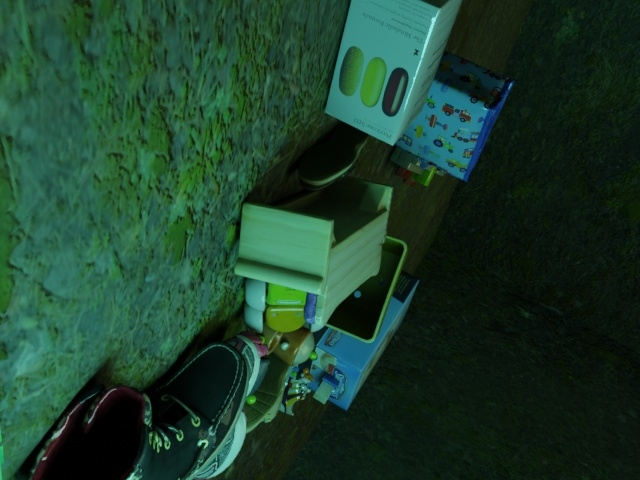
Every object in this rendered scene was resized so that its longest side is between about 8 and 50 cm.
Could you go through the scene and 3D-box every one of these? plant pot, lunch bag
[{"bbox_3d":[0.070,0.075,1.415,0.212,0.212,0.187,-71,163,3],"label":"plant pot"},{"bbox_3d":[0.278,-0.269,1.541,0.138,0.220,0.293,-51,163,-36],"label":"lunch bag"}]

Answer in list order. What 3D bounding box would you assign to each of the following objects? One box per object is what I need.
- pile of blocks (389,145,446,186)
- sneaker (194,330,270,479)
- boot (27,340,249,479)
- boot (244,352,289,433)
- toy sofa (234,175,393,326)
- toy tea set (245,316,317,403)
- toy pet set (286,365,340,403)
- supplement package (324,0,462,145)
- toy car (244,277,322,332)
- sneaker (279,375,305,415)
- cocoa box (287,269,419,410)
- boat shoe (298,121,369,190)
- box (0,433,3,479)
[{"bbox_3d":[0.286,-0.196,1.879,0.113,0.148,0.362,-64,167,12],"label":"pile of blocks"},{"bbox_3d":[-0.197,0.305,1.215,0.112,0.120,0.299,-11,122,-61],"label":"sneaker"},{"bbox_3d":[-0.239,0.268,0.941,0.377,0.138,0.284,-49,163,-24],"label":"boot"},{"bbox_3d":[-0.149,0.385,1.574,0.262,0.095,0.204,-61,171,-46],"label":"boot"},{"bbox_3d":[0.000,0.000,1.150,0.362,0.150,0.177,-33,133,-64],"label":"toy sofa"},{"bbox_3d":[-0.096,0.251,1.433,0.336,0.124,0.200,-48,162,-44],"label":"toy tea set"},{"bbox_3d":[-0.013,0.339,1.633,0.065,0.114,0.122,-54,172,-33],"label":"toy pet set"},{"bbox_3d":[0.116,-0.301,1.056,0.134,0.139,0.244,-50,162,-43],"label":"supplement package"},{"bbox_3d":[-0.063,0.088,1.243,0.182,0.159,0.136,100,-12,-53],"label":"toy car"},{"bbox_3d":[-0.068,0.430,1.989,0.186,0.083,0.069,-62,167,4],"label":"sneaker"},{"bbox_3d":[0.076,0.225,1.790,0.347,0.227,0.232,-51,163,-36],"label":"cocoa box"},{"bbox_3d":[0.026,-0.139,1.189,0.224,0.080,0.074,-53,160,-48],"label":"boat shoe"},{"bbox_3d":[-0.367,0.255,0.626,0.179,0.043,0.105,-48,162,-48],"label":"box"}]
